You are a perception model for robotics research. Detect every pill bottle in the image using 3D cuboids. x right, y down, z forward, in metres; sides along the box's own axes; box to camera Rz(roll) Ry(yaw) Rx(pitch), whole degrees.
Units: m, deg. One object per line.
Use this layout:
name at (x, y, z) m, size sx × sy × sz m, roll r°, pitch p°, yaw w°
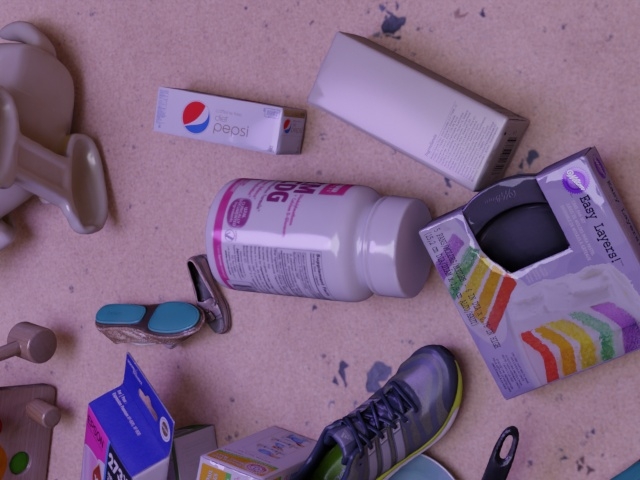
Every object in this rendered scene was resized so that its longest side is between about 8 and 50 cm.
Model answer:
pill bottle at (0.000, 0.000, 1.703) m, size 0.283 × 0.160 × 0.160 m, roll 5°, pitch 95°, yaw 26°

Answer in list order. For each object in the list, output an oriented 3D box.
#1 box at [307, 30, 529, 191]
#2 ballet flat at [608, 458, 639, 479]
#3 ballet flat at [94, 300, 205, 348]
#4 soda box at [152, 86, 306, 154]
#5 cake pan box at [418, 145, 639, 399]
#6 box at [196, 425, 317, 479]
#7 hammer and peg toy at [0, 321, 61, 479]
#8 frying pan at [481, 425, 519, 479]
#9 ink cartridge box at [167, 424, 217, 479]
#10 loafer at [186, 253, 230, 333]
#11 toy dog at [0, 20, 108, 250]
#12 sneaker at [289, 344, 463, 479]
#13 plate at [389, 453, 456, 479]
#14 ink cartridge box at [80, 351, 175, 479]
box at (0.128, -0.173, 1.663) m, size 0.275 × 0.094 × 0.113 m, roll 32°, pitch 107°, yaw 22°
ballet flat at (0.434, 0.293, 1.560) m, size 0.073 × 0.080 × 0.232 m, roll 41°, pitch 116°, yaw -11°
ballet flat at (-0.249, 0.131, 1.897) m, size 0.206 × 0.073 × 0.067 m, roll 3°, pitch 138°, yaw 34°
soda box at (-0.133, -0.174, 1.809) m, size 0.216 × 0.074 × 0.069 m, roll 13°, pitch 99°, yaw 26°
cake pan box at (0.287, 0.040, 1.584) m, size 0.246 × 0.070 × 0.266 m, roll -24°, pitch 95°, yaw 24°
box at (-0.083, 0.345, 1.743) m, size 0.103 × 0.203 × 0.114 m, roll 16°, pitch 101°, yaw 26°
hammer and peg toy at (-0.541, 0.302, 1.946) m, size 0.127 × 0.266 × 0.361 m, roll 16°, pitch 102°, yaw 44°
frying pan at (0.173, 0.397, 1.663) m, size 0.197 × 0.053 × 0.326 m, roll -3°, pitch 102°, yaw 8°
ink cartridge box at (-0.196, 0.388, 1.857) m, size 0.062 × 0.109 × 0.209 m, roll -10°, pitch 89°, yaw 28°
loafer at (-0.173, 0.082, 1.864) m, size 0.045 × 0.039 × 0.125 m, roll -21°, pitch 83°, yaw 27°
toy dog at (-0.588, -0.138, 1.937) m, size 0.408 × 0.285 × 0.395 m, roll -17°, pitch 72°, yaw 27°
sneaker at (0.076, 0.261, 1.683) m, size 0.111 × 0.121 × 0.300 m, roll 44°, pitch 102°, yaw 31°
plate at (0.124, 0.383, 1.740) m, size 0.188 × 0.024 × 0.188 m, roll 1°, pitch 93°, yaw 27°
ink cartridge box at (-0.292, 0.365, 1.837) m, size 0.176 × 0.069 × 0.370 m, roll 46°, pitch 132°, yaw 45°
